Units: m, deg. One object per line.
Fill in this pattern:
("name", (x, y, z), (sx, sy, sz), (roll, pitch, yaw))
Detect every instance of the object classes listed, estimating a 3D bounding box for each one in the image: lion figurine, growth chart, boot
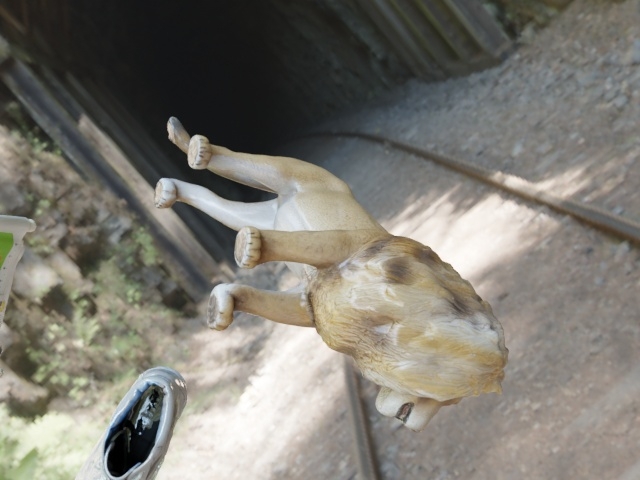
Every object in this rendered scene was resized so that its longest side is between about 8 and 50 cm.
("lion figurine", (0.000, 0.000, 0.821), (0.142, 0.240, 0.392), (-67, 32, 31))
("growth chart", (-0.398, 0.076, 1.051), (0.172, 0.021, 0.237), (-45, -28, -79))
("boot", (-0.238, 0.266, 1.028), (0.123, 0.095, 0.258), (103, -170, -84))
